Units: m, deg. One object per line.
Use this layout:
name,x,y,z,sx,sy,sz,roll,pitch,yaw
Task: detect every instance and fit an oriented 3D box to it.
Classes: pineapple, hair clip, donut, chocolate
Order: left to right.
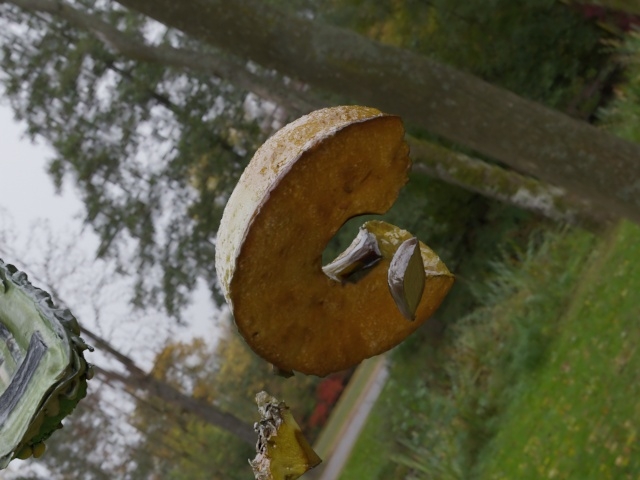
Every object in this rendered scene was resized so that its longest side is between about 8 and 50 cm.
hair clip,-0.283,0.096,0.910,0.091,0.321,0.138,38,-96,-41
pineapple,-0.043,0.220,1.118,0.114,0.077,0.114,-3,-99,-85
donut,0.000,0.000,1.599,0.378,0.163,0.435,-27,-53,-17
chocolate,0.093,0.042,1.121,0.100,0.031,0.064,67,-138,-58
